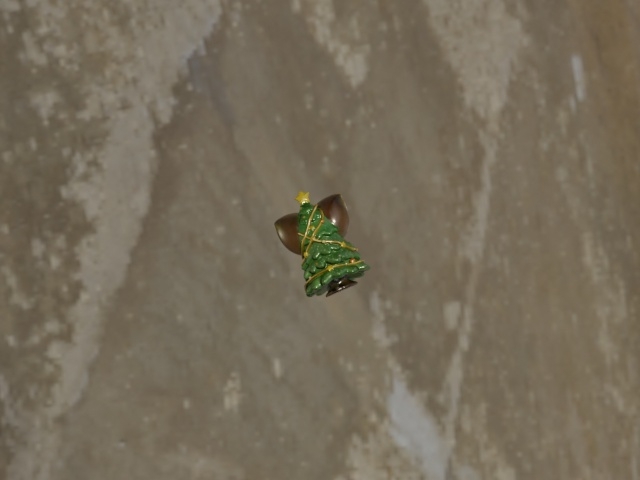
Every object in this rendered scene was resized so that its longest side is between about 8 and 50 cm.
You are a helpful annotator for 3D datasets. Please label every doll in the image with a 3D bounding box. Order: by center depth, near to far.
[{"bbox_3d":[0.001,0.004,1.353,0.077,0.078,0.113,-95,161,-80],"label":"doll"}]
